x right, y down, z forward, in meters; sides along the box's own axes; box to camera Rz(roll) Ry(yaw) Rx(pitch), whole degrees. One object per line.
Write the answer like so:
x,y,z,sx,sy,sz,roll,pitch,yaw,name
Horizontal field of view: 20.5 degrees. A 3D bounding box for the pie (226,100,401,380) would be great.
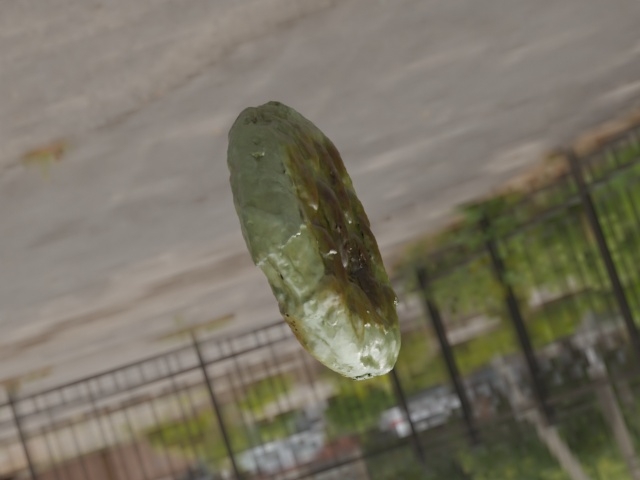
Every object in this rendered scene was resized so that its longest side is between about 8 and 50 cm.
0.000,0.000,1.662,0.071,0.306,0.306,-26,171,18,pie
